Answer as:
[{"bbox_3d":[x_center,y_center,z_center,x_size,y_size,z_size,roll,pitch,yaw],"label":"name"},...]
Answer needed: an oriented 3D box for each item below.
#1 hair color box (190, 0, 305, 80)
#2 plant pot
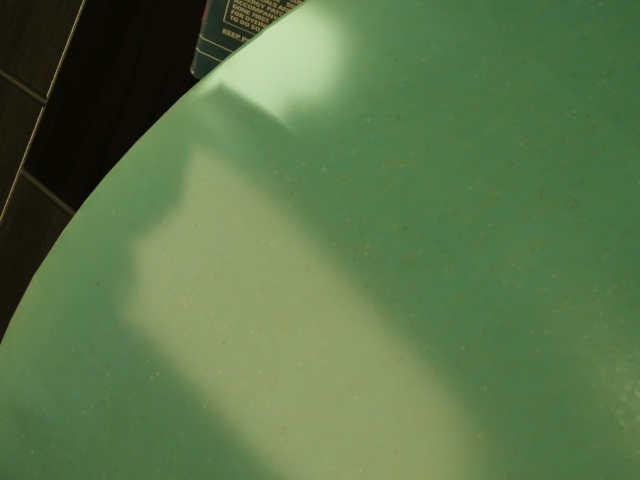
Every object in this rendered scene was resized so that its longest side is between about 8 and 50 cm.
[{"bbox_3d":[0.043,-0.206,0.774,0.347,0.105,0.174,114,179,-59],"label":"hair color box"},{"bbox_3d":[0.089,0.094,0.501,0.235,0.293,0.293,52,122,34],"label":"plant pot"}]
